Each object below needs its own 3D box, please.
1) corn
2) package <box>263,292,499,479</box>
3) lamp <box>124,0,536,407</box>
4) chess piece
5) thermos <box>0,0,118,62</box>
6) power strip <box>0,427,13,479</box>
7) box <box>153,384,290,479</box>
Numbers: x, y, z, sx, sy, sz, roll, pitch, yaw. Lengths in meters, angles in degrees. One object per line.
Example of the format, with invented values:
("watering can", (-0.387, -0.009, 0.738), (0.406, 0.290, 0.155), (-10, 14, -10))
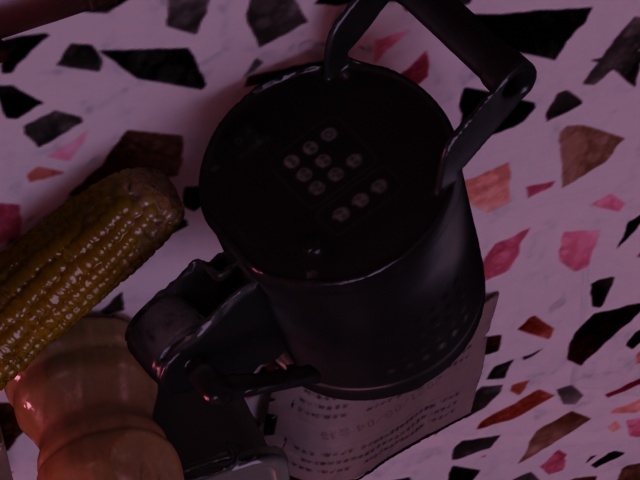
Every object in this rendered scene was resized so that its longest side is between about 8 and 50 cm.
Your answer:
("corn", (-0.243, 0.052, 1.463), (0.320, 0.097, 0.097), (-39, 141, 15))
("package", (0.062, 0.158, 1.797), (0.251, 0.062, 0.204), (-15, 143, -21))
("lamp", (0.033, -0.007, 1.455), (0.374, 0.205, 0.272), (-46, 150, 6))
("chess piece", (-0.175, 0.214, 1.526), (0.137, 0.301, 0.137), (-15, 144, -11))
("thermos", (-0.260, -0.170, 1.189), (0.232, 0.099, 0.124), (-18, 106, -7))
("power strip", (-0.324, 0.222, 1.662), (0.075, 0.042, 0.175), (-15, 143, -14))
("box", (-0.120, 0.234, 1.720), (0.163, 0.135, 0.243), (-17, 143, -9))
